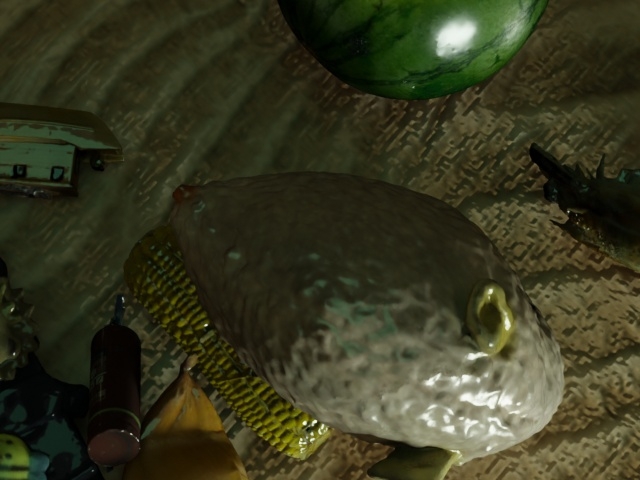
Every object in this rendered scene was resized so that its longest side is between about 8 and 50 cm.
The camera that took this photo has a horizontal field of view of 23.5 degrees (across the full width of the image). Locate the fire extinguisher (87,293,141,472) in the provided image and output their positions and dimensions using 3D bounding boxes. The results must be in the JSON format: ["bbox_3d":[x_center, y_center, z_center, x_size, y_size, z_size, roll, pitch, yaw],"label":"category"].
[{"bbox_3d":[-0.168,0.116,1.254,0.043,0.064,0.158,8,35,-11],"label":"fire extinguisher"}]

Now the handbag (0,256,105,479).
[{"bbox_3d":[-0.369,0.132,1.238,0.329,0.122,0.303,-29,78,-11],"label":"handbag"}]

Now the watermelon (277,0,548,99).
[{"bbox_3d":[0.078,-0.240,1.295,0.242,0.242,0.242,1,75,-2],"label":"watermelon"}]

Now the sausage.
[{"bbox_3d":[-0.101,0.255,1.224,0.112,0.112,0.328,-7,75,-4],"label":"sausage"}]

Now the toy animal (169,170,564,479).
[{"bbox_3d":[0.043,0.054,1.190,0.358,0.226,0.188,24,108,-9],"label":"toy animal"}]

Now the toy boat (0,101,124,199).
[{"bbox_3d":[-0.270,-0.077,1.329,0.200,0.057,0.077,5,81,-1],"label":"toy boat"}]

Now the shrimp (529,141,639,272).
[{"bbox_3d":[0.292,-0.054,1.277,0.253,0.058,0.173,36,94,40],"label":"shrimp"}]

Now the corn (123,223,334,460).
[{"bbox_3d":[-0.074,0.082,1.282,0.080,0.080,0.231,-40,81,-11],"label":"corn"}]
